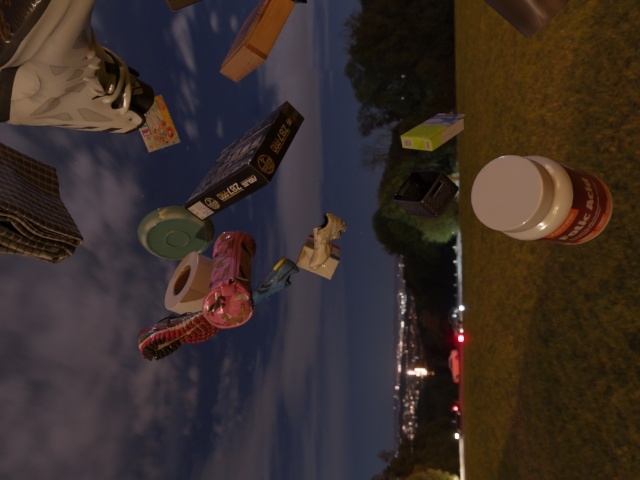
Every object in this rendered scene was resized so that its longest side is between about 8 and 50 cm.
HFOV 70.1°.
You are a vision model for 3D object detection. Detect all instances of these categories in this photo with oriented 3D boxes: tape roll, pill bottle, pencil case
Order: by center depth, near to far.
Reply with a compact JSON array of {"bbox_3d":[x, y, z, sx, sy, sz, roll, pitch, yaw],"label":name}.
[{"bbox_3d":[0.600,-0.106,1.234,0.393,0.224,0.223,3,-94,-39],"label":"pill bottle"},{"bbox_3d":[-0.289,0.112,1.491,0.160,0.167,0.386,53,-169,-27],"label":"pencil case"},{"bbox_3d":[-0.472,0.185,1.786,0.169,0.246,0.245,30,-129,-32],"label":"tape roll"}]

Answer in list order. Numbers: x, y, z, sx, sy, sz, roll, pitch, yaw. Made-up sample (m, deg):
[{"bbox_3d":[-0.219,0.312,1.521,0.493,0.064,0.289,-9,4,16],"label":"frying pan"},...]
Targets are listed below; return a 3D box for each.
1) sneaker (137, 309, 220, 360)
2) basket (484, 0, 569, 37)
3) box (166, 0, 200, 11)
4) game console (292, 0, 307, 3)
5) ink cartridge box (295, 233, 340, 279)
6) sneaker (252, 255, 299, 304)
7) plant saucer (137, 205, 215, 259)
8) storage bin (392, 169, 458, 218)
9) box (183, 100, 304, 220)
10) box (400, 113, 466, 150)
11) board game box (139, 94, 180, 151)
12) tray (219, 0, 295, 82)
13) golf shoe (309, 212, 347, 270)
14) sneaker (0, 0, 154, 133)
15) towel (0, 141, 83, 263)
[{"bbox_3d":[-0.473,0.291,1.560,0.112,0.300,0.120,45,146,45],"label":"sneaker"},{"bbox_3d":[0.470,-0.616,1.091,0.154,0.227,0.204,-47,9,9],"label":"basket"},{"bbox_3d":[-0.310,-0.620,0.925,0.232,0.127,0.148,62,173,15],"label":"box"},{"bbox_3d":[-0.106,-0.636,0.848,0.213,0.044,0.361,61,176,19],"label":"game console"},{"bbox_3d":[-0.004,0.052,1.639,0.231,0.134,0.077,-74,7,-78],"label":"ink cartridge box"},{"bbox_3d":[-0.154,0.150,1.504,0.209,0.082,0.069,-49,1,10],"label":"sneaker"},{"bbox_3d":[-0.610,-0.016,1.943,0.317,0.318,0.043,78,177,-50],"label":"plant saucer"},{"bbox_3d":[0.324,-0.146,1.418,0.122,0.084,0.180,-55,22,-6],"label":"storage bin"},{"bbox_3d":[-0.257,-0.254,1.505,0.097,0.395,0.318,41,-130,-26],"label":"box"},{"bbox_3d":[0.332,-0.318,1.328,0.178,0.109,0.042,-35,-56,-28],"label":"box"},{"bbox_3d":[-0.519,-0.367,1.434,0.026,0.104,0.153,19,131,68],"label":"board game box"},{"bbox_3d":[-0.195,-0.603,1.349,0.202,0.076,0.411,-63,24,0],"label":"tray"},{"bbox_3d":[0.000,0.000,1.337,0.086,0.069,0.176,35,-104,-27],"label":"golf shoe"},{"bbox_3d":[-0.322,-0.265,0.612,0.258,0.448,0.168,-7,-92,-47],"label":"sneaker"},{"bbox_3d":[-0.609,-0.086,0.873,0.235,0.121,0.284,49,-177,22],"label":"towel"}]
